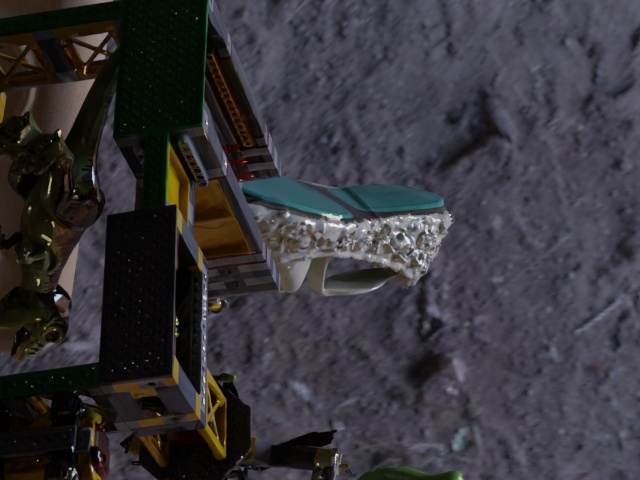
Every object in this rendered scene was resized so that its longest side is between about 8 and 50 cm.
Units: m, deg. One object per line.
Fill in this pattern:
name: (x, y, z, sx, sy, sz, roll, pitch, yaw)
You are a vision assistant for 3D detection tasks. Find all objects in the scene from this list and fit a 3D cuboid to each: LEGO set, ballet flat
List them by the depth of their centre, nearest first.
LEGO set: (-0.132, 0.027, 0.847, 0.255, 0.192, 0.331, -15, 54, 6)
ballet flat: (0.000, 0.000, 1.715, 0.409, 0.147, 0.147, 5, 74, -47)

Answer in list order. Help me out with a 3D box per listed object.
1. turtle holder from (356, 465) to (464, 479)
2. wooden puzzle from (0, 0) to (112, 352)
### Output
turtle holder: (0.056, 0.432, 1.844, 0.227, 0.243, 0.320, 24, 40, 20)
wooden puzzle: (-0.345, -0.071, 1.149, 0.348, 0.080, 0.322, 2, 119, -20)
